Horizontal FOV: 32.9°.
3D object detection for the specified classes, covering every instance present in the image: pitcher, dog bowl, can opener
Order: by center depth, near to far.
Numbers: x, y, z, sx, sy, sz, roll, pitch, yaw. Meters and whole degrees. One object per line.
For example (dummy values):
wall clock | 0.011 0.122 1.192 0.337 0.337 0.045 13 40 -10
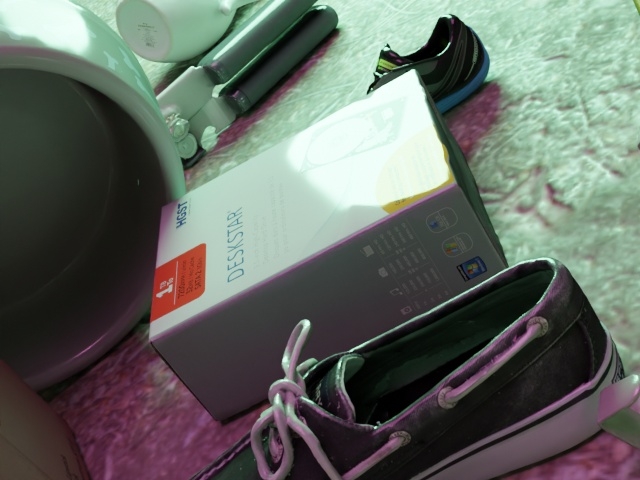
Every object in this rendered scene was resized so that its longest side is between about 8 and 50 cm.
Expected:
dog bowl | -0.262 -0.021 0.841 0.349 0.349 0.102 -39 44 -7
can opener | -0.100 -0.173 1.135 0.280 0.074 0.093 -44 31 -15
pitcher | -0.132 -0.298 1.313 0.177 0.125 0.207 10 40 31

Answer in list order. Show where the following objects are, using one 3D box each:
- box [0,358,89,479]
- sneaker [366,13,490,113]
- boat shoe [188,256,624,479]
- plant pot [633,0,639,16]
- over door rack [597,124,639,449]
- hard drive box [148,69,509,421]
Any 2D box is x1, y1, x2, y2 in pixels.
box | -0.276 0.129 0.730 0.127 0.232 0.148 -38 32 -4
sneaker | 0.057 -0.119 0.904 0.188 0.078 0.067 -41 31 -10
boat shoe | 0.014 0.107 0.605 0.306 0.105 0.113 -25 32 15
plant pot | 0.265 -0.138 0.732 0.081 0.081 0.083 -21 44 22
over door rack | 0.306 -0.023 0.522 0.324 0.108 0.239 -28 28 40
hard drive box | 0.000 0.000 0.784 0.232 0.089 0.181 -28 31 12
